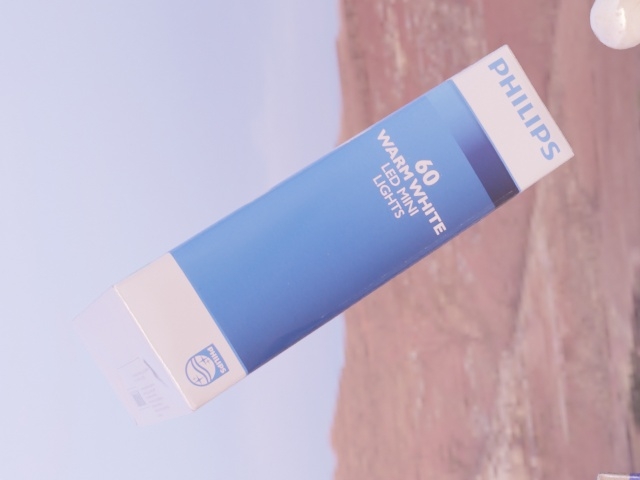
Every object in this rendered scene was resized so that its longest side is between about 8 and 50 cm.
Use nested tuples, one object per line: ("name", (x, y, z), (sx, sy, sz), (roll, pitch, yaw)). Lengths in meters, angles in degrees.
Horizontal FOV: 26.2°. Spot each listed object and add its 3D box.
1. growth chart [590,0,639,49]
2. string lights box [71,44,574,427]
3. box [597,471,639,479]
("growth chart", (0.089, -0.148, 0.276), (0.172, 0.021, 0.237), (-56, -25, -11))
("string lights box", (0.000, 0.000, 0.762), (0.076, 0.260, 0.133), (57, 157, -1))
("box", (0.217, 0.158, 0.513), (0.036, 0.225, 0.136), (44, -133, -63))
